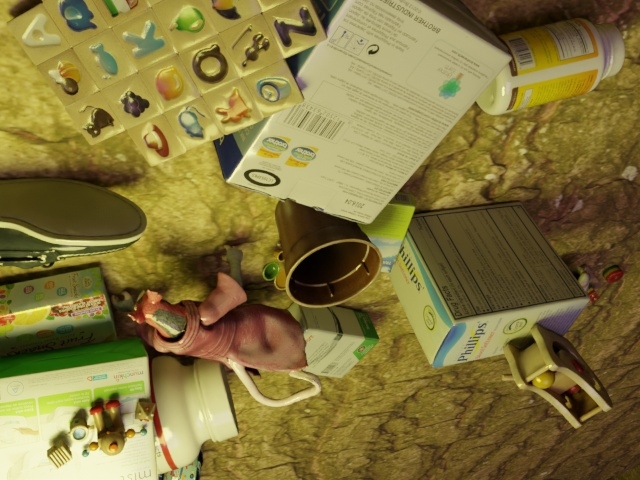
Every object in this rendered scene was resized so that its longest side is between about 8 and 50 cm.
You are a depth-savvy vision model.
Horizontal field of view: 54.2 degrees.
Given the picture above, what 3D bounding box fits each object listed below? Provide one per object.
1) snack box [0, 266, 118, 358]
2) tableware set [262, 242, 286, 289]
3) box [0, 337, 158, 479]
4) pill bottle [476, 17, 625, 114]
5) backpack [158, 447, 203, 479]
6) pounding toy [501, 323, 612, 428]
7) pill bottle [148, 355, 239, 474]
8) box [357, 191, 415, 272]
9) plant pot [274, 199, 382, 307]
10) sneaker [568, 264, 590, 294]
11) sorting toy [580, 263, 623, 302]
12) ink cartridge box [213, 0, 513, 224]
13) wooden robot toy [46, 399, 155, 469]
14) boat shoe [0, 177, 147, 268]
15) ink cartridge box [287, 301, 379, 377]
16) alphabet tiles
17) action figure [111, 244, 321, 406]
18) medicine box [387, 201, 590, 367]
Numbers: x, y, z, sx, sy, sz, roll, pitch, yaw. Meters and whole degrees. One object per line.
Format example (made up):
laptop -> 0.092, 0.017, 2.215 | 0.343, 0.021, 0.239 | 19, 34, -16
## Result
snack box -> -0.467, 0.142, 1.078 | 0.207, 0.070, 0.174 | -10, 141, -17
tableware set -> -0.041, 0.055, 1.189 | 0.154, 0.024, 0.104 | 34, 88, -45
box -> -0.415, 0.304, 1.040 | 0.261, 0.127, 0.231 | -7, 100, -20
pill bottle -> 0.348, -0.271, 0.963 | 0.215, 0.117, 0.117 | -14, 140, -8
backpack -> -0.363, 0.599, 1.589 | 0.116, 0.158, 0.173 | 15, 116, -13
pounding toy -> 0.425, 0.277, 1.169 | 0.155, 0.154, 0.269 | -42, 137, 24
pill bottle -> -0.382, 0.366, 1.258 | 0.407, 0.229, 0.229 | -15, 140, -9
box -> 0.102, -0.018, 1.171 | 0.109, 0.042, 0.178 | 8, 135, -6
plant pot -> 0.000, 0.000, 1.072 | 0.167, 0.165, 0.167 | -13, 138, -11
sneaker -> 0.525, 0.106, 1.485 | 0.252, 0.103, 0.111 | -7, 124, -14
sorting toy -> 0.646, 0.142, 1.612 | 0.274, 0.046, 0.132 | -36, 138, 17
ink cartridge box -> 0.025, -0.186, 0.888 | 0.270, 0.151, 0.395 | 15, 127, -35
wooden robot toy -> -0.332, 0.300, 0.963 | 0.173, 0.079, 0.076 | -17, 103, -20
boat shoe -> -0.429, -0.011, 0.899 | 0.340, 0.127, 0.113 | 0, 137, -22
ink cartridge box -> -0.001, 0.218, 1.374 | 0.208, 0.087, 0.153 | 17, 127, -38
alphabet tiles -> -0.180, -0.243, 0.724 | 0.342, 0.011, 0.285 | -19, 120, 17
action figure -> -0.204, 0.173, 1.112 | 0.248, 0.276, 0.370 | -30, 154, 19
medicine box -> 0.309, 0.077, 1.218 | 0.289, 0.263, 0.149 | -8, 139, -16
